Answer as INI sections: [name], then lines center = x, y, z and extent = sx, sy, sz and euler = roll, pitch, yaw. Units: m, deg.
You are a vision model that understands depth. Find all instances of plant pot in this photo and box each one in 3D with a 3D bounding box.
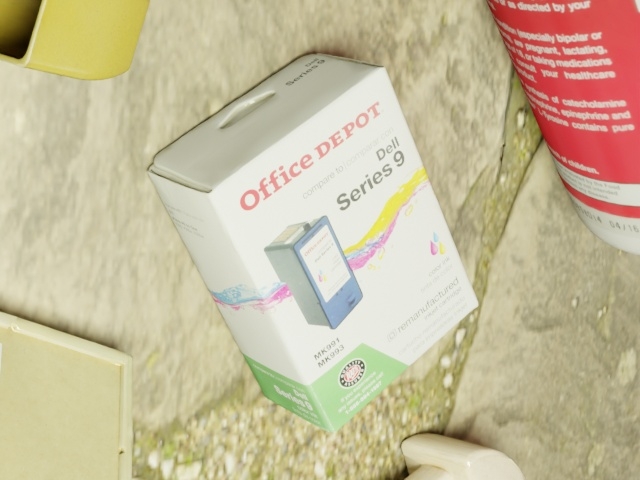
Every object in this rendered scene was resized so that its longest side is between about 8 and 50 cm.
[plant pot]
center = -0.147, -0.133, 0.663
extent = 0.083, 0.082, 0.081
euler = 14, 94, -50

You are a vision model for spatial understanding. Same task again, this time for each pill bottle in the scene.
[pill bottle]
center = 0.233, -0.201, 0.836
extent = 0.229, 0.229, 0.407
euler = -44, 125, -19

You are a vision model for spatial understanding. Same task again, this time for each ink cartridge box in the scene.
[ink cartridge box]
center = 0.000, 0.000, 0.804
extent = 0.154, 0.093, 0.212
euler = -38, 121, -22

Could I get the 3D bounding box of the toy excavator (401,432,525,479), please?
[toy excavator]
center = -0.021, 0.375, 0.841
extent = 0.433, 0.222, 0.445
euler = 4, 92, -40

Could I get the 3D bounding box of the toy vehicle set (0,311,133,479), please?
[toy vehicle set]
center = -0.220, 0.109, 0.641
extent = 0.267, 0.035, 0.165
euler = 26, 49, -40
